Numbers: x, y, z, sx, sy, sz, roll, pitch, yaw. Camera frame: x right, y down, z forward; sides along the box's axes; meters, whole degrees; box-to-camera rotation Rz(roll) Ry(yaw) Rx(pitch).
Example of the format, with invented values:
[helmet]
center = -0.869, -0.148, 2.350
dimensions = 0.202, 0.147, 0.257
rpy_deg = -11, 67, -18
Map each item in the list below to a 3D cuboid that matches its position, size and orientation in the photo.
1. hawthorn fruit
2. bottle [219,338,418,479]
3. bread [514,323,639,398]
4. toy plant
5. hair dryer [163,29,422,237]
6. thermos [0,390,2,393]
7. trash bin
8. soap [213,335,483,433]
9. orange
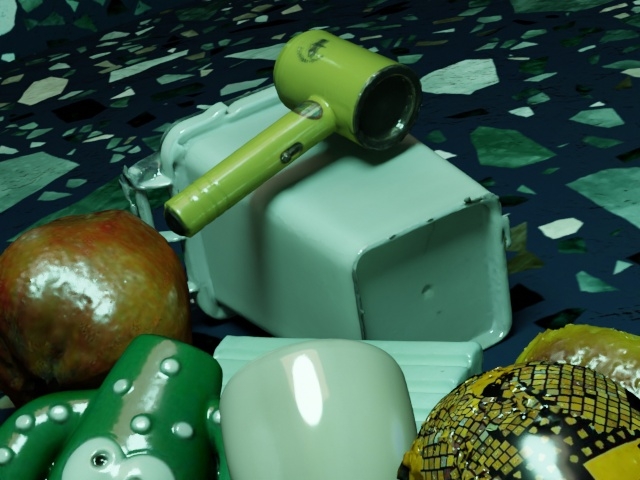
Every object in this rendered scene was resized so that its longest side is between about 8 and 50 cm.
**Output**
[hawthorn fruit]
center = -0.226, 0.064, 1.415
dimensions = 0.224, 0.224, 0.261
rpy_deg = -5, 38, 20
[bottle]
center = 0.012, 0.204, 1.032
dimensions = 0.148, 0.147, 0.236
rpy_deg = -13, 56, 1
[bread]
center = 0.292, 0.168, 0.990
dimensions = 0.380, 0.109, 0.185
rpy_deg = 6, 67, 39
[toy plant]
center = -0.154, 0.199, 1.148
dimensions = 0.232, 0.112, 0.243
rpy_deg = 40, 72, 23
[hair dryer]
center = -0.045, -0.099, 1.355
dimensions = 0.279, 0.090, 0.135
rpy_deg = -38, 46, -24
[thermos]
center = -0.423, 0.106, 1.567
dimensions = 0.286, 0.145, 0.182
rpy_deg = -20, 56, -18
[trash bin]
center = 0.000, 0.000, 1.460
dimensions = 0.296, 0.255, 0.368
rpy_deg = -22, 32, -24
[soap]
center = 0.004, 0.161, 1.252
dimensions = 0.265, 0.087, 0.160
rpy_deg = -1, 27, 27
[orange]
center = 0.145, 0.195, 0.895
dimensions = 0.182, 0.234, 0.234
rpy_deg = 7, 20, -12
